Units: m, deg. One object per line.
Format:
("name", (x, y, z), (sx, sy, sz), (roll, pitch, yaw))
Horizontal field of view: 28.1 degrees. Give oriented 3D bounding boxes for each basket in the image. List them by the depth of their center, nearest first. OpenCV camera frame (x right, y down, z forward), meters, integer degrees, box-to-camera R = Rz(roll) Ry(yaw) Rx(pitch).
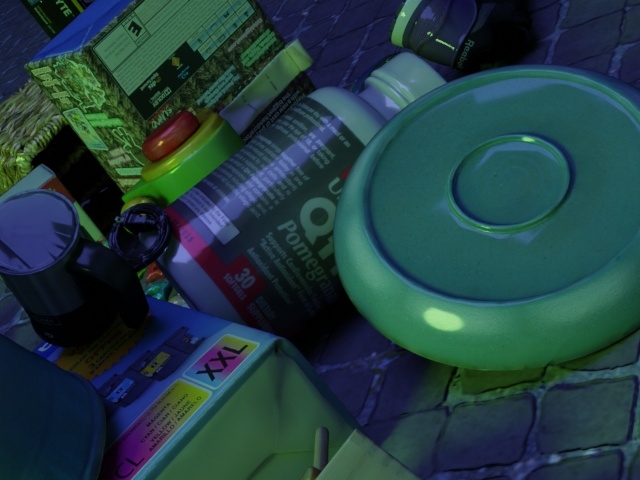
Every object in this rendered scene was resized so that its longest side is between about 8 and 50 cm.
("basket", (-0.291, -0.129, 1.701), (0.223, 0.213, 0.299), (7, 47, 50))

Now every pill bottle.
("pill bottle", (-0.003, -0.037, 1.242), (0.318, 0.176, 0.176), (-39, 26, -8))

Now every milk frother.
("milk frother", (-0.204, 0.001, 1.106), (0.129, 0.135, 0.143), (1, 60, 8))

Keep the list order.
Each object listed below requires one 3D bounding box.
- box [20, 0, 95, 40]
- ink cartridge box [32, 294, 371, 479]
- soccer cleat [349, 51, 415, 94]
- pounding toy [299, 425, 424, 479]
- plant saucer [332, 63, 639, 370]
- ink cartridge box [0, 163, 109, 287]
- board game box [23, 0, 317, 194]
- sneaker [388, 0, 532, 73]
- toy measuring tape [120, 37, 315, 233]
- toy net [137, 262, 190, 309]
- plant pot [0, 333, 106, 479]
("box", (-0.339, -0.338, 1.987), (0.079, 0.322, 0.257), (-28, 26, 17))
("ink cartridge box", (-0.185, 0.189, 1.117), (0.270, 0.151, 0.395), (-46, 26, -21))
("soccer cleat", (0.019, -0.095, 1.449), (0.289, 0.093, 0.121), (-45, -3, -10))
("pounding toy", (0.007, 0.192, 0.891), (0.141, 0.100, 0.130), (-49, -10, -26))
("plant saucer", (0.158, -0.038, 1.059), (0.317, 0.043, 0.317), (-10, 52, 12))
("ink cartridge box", (-0.323, 0.018, 1.535), (0.127, 0.175, 0.072), (-42, 29, -12))
("board game box", (-0.157, -0.171, 1.520), (0.141, 0.291, 0.232), (0, 42, 52))
("sneaker", (0.197, -0.258, 1.496), (0.283, 0.124, 0.107), (-38, -24, -48))
("toy measuring tape", (-0.095, -0.121, 1.402), (0.121, 0.121, 0.330), (3, 43, 52))
("toy net", (-0.164, 0.070, 1.412), (0.232, 0.045, 0.122), (-6, 37, 43))
("plant pot", (-0.342, 0.145, 0.927), (0.272, 0.255, 0.271), (-33, 32, 24))
